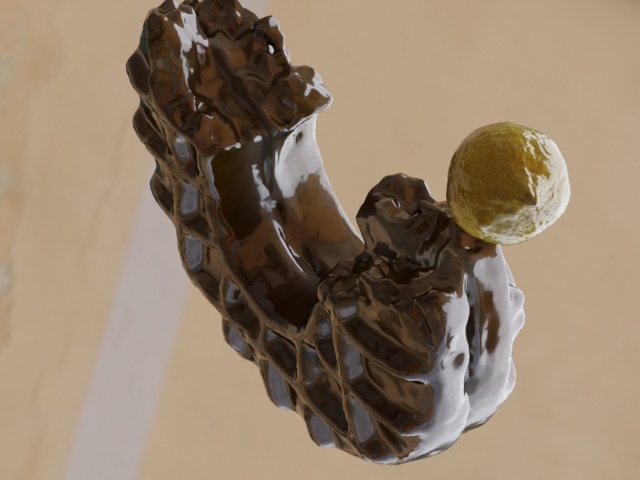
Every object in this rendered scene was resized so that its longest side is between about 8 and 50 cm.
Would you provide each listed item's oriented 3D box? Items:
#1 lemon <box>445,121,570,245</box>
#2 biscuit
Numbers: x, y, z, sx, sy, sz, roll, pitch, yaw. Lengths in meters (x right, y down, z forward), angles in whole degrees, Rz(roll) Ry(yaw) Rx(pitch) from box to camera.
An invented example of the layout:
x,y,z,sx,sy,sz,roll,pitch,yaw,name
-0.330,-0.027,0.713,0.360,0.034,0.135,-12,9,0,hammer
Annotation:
x,y,z,sx,sy,sz,roll,pitch,yaw,name
0.097,-0.029,0.988,0.092,0.065,0.065,-139,-110,-80,lemon
-0.005,0.007,1.292,0.366,0.115,0.268,46,-28,38,biscuit
